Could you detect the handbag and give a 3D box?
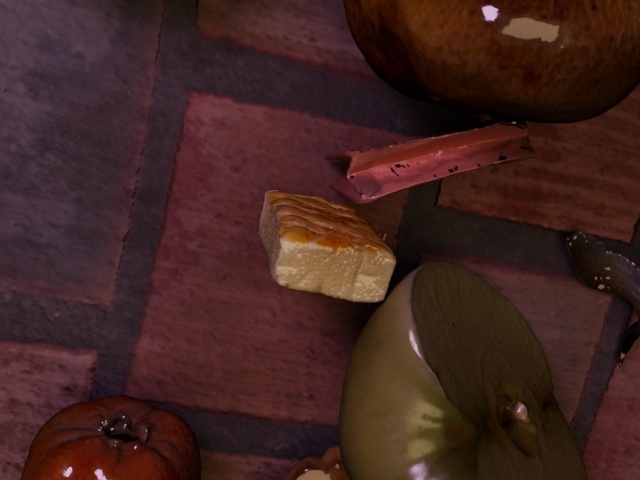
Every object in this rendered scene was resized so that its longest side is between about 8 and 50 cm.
[{"bbox_3d":[0.121,-0.097,0.862,0.213,0.157,0.059,-14,99,-9],"label":"handbag"}]

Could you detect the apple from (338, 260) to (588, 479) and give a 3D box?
[{"bbox_3d":[0.189,0.215,0.855,0.360,0.312,0.319,10,102,-58],"label":"apple"}]

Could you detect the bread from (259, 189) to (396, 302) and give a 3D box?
[{"bbox_3d":[0.000,0.000,0.846,0.126,0.188,0.068,12,106,-13],"label":"bread"}]

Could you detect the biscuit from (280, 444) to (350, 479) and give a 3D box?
[{"bbox_3d":[0.044,0.416,1.006,0.326,0.107,0.325,-3,102,-13],"label":"biscuit"}]

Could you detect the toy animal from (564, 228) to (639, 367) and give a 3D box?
[{"bbox_3d":[0.438,0.094,0.993,0.273,0.160,0.197,14,103,-8],"label":"toy animal"}]

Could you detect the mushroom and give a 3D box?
[{"bbox_3d":[0.182,-0.258,0.745,0.346,0.345,0.259,-5,123,-11],"label":"mushroom"}]

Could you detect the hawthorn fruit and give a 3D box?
[{"bbox_3d":[-0.243,0.317,0.870,0.211,0.210,0.262,5,111,-13],"label":"hawthorn fruit"}]
